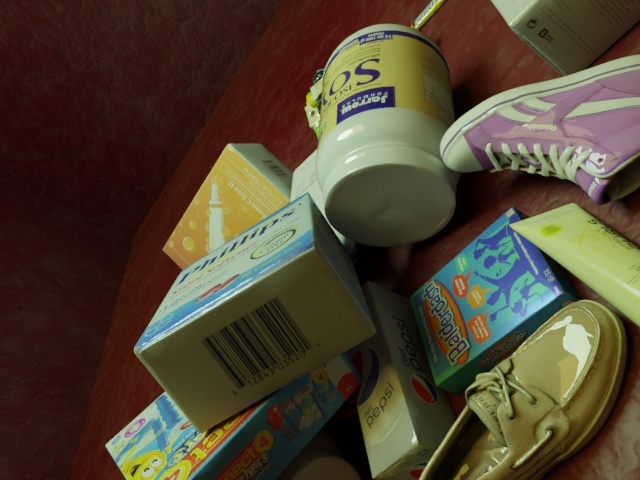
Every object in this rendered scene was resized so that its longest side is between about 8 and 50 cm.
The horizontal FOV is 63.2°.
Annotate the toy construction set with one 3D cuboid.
[{"bbox_3d":[0.094,-0.326,1.127,0.328,0.215,0.151,-45,53,24],"label":"toy construction set"}]

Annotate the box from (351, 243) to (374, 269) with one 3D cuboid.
[{"bbox_3d":[0.000,0.000,1.131,0.322,0.079,0.257,-52,28,23],"label":"box"}]

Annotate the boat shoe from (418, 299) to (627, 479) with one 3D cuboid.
[{"bbox_3d":[0.211,0.190,0.566,0.302,0.098,0.109,-59,27,11],"label":"boat shoe"}]

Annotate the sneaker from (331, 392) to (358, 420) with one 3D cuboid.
[{"bbox_3d":[0.006,0.199,0.936,0.262,0.120,0.099,46,142,40],"label":"sneaker"}]

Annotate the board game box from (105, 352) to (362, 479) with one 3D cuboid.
[{"bbox_3d":[-0.140,0.259,0.772,0.308,0.086,0.301,-42,17,-27],"label":"board game box"}]

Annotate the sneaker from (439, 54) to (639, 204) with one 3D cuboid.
[{"bbox_3d":[0.282,-0.109,0.641,0.282,0.102,0.161,-17,57,35],"label":"sneaker"}]

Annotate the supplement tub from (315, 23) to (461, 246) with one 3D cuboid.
[{"bbox_3d":[0.114,-0.181,0.898,0.241,0.240,0.332,-38,37,42],"label":"supplement tub"}]

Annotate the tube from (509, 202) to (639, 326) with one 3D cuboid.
[{"bbox_3d":[0.311,0.024,0.565,0.062,0.070,0.240,-60,26,20],"label":"tube"}]

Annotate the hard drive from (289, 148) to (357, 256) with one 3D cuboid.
[{"bbox_3d":[0.000,-0.068,1.059,0.210,0.040,0.319,-37,37,42],"label":"hard drive"}]

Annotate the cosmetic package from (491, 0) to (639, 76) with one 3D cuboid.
[{"bbox_3d":[0.405,-0.430,0.685,0.365,0.155,0.197,-43,34,34],"label":"cosmetic package"}]

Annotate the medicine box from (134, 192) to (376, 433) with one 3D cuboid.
[{"bbox_3d":[-0.085,0.083,0.756,0.263,0.149,0.289,-31,16,6],"label":"medicine box"}]

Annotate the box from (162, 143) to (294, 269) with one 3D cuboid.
[{"bbox_3d":[-0.206,-0.046,1.329,0.345,0.215,0.168,-53,-12,22],"label":"box"}]

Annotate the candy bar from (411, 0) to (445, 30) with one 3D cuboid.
[{"bbox_3d":[0.265,-0.540,1.179,0.161,0.018,0.040,-41,35,37],"label":"candy bar"}]

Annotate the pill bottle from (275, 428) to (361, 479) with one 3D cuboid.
[{"bbox_3d":[-0.080,0.370,0.837,0.333,0.187,0.188,-4,64,59],"label":"pill bottle"}]

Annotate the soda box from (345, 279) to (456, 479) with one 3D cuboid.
[{"bbox_3d":[0.106,0.196,0.752,0.091,0.098,0.286,-50,31,27],"label":"soda box"}]

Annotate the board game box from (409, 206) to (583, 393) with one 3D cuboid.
[{"bbox_3d":[0.221,0.081,0.698,0.210,0.047,0.160,-49,31,30],"label":"board game box"}]
